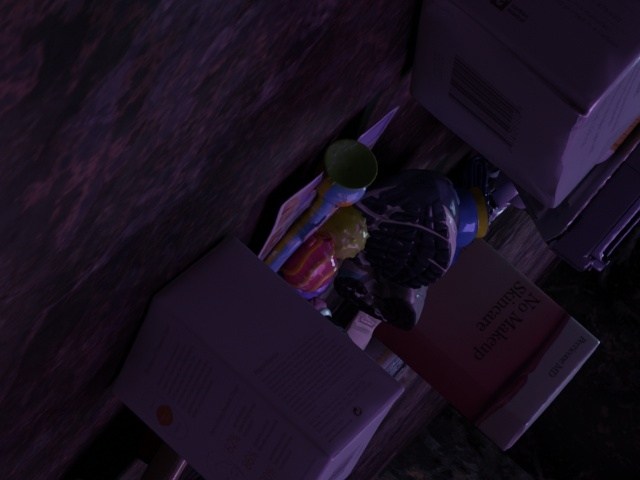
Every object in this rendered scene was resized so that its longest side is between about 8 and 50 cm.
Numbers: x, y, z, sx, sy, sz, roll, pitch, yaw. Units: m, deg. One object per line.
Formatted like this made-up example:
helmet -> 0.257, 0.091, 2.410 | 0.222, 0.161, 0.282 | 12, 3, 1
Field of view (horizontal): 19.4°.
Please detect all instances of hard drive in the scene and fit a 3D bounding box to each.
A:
hard drive -> 0.277, -0.126, 1.800 | 0.237, 0.064, 0.339 | -51, -162, 15

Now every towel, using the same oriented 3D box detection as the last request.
towel -> 0.153, -0.040, 2.033 | 0.119, 0.029, 0.067 | 114, -20, -61

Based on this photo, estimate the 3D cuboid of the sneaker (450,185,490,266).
sneaker -> 0.112, -0.010, 1.969 | 0.082, 0.069, 0.209 | -10, 170, -13

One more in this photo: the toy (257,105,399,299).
toy -> 0.000, 0.000, 1.487 | 0.137, 0.056, 0.237 | -42, 168, -29

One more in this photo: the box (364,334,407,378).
box -> 0.046, 0.177, 2.373 | 0.231, 0.056, 0.183 | -46, 170, -19

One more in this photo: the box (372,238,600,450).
box -> 0.192, 0.112, 2.243 | 0.148, 0.232, 0.127 | -46, 171, -19

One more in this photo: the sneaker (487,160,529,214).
sneaker -> 0.309, -0.126, 2.161 | 0.210, 0.137, 0.366 | -52, 165, 20

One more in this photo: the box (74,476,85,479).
box -> -0.241, 0.274, 1.449 | 0.145, 0.038, 0.186 | -65, 165, 16

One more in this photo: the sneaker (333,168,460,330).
sneaker -> 0.073, -0.022, 1.677 | 0.283, 0.110, 0.122 | 110, 5, -71

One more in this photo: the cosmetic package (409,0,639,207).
cosmetic package -> 0.247, -0.232, 1.386 | 0.385, 0.156, 0.217 | -46, 168, -12

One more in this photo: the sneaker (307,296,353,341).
sneaker -> -0.030, 0.127, 1.784 | 0.178, 0.077, 0.072 | -42, 167, -32

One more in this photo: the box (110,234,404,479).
box -> -0.048, 0.106, 1.342 | 0.091, 0.170, 0.130 | -39, 167, -39

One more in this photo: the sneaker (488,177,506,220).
sneaker -> 0.203, -0.037, 2.294 | 0.069, 0.038, 0.098 | -44, 169, -30

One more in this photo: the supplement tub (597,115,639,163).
supplement tub -> 0.229, -0.157, 1.629 | 0.200, 0.144, 0.144 | -52, 170, 14

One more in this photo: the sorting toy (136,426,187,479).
sorting toy -> -0.170, 0.245, 1.563 | 0.307, 0.041, 0.229 | -60, 179, -8

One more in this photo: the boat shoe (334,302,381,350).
boat shoe -> 0.053, 0.071, 2.042 | 0.137, 0.049, 0.043 | -53, -148, 12

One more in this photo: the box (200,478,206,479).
box -> -0.195, 0.350, 2.010 | 0.191, 0.045, 0.184 | -51, 172, 10
